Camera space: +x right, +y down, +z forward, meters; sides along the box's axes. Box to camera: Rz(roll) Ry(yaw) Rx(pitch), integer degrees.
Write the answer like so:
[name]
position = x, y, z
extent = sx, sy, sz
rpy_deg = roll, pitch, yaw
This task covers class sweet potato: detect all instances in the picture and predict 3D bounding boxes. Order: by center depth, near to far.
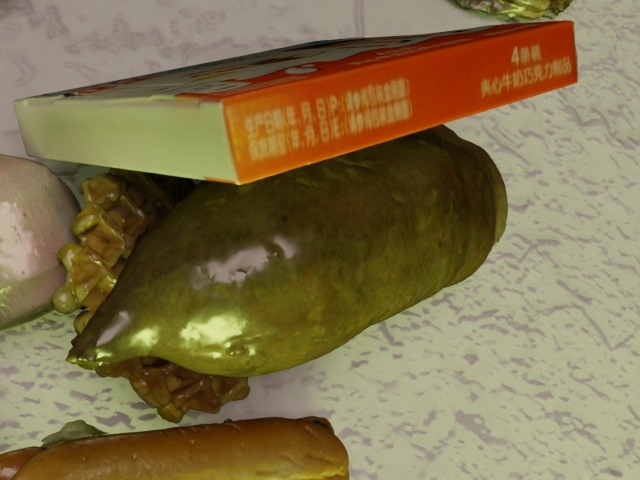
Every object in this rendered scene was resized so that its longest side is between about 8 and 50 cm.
[sweet potato]
position = 0.000, 0.000, 0.566
extent = 0.370, 0.158, 0.157
rpy_deg = -25, 80, -52

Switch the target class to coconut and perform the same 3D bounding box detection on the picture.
[coconut]
position = -0.217, -0.005, 0.567
extent = 0.110, 0.110, 0.124
rpy_deg = -28, 89, -23

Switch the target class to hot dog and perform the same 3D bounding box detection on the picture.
[hot dog]
position = -0.087, 0.146, 0.533
extent = 0.250, 0.100, 0.068
rpy_deg = 6, 64, -40

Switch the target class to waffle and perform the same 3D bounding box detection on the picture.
[waffle]
position = -0.099, 0.030, 0.583
extent = 0.191, 0.038, 0.191
rpy_deg = 24, 58, -46

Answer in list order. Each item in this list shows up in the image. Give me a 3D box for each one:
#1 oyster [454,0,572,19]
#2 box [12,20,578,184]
[oyster]
position = 0.101, -0.294, 0.781
extent = 0.345, 0.078, 0.128
rpy_deg = 13, 78, -15
[box]
position = -0.022, -0.098, 0.550
extent = 0.273, 0.265, 0.048
rpy_deg = -22, 110, -36
